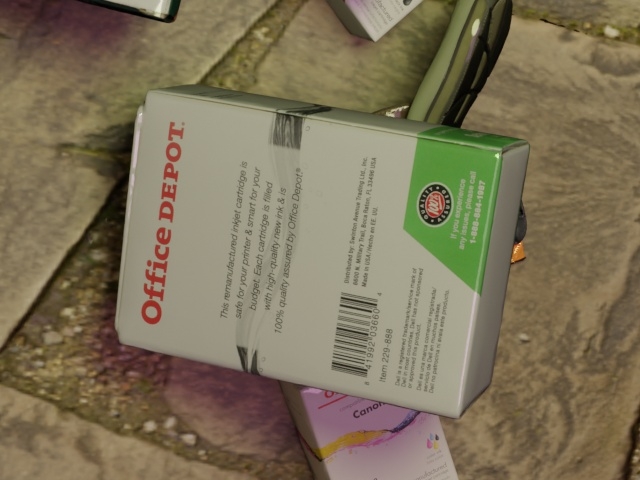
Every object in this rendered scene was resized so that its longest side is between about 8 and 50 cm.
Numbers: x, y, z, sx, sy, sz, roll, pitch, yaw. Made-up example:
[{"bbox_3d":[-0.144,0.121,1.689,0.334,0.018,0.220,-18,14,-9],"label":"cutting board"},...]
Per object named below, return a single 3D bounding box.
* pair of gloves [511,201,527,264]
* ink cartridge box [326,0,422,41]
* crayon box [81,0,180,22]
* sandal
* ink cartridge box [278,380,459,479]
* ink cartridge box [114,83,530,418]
[{"bbox_3d":[0.152,-0.006,1.510,0.083,0.010,0.074,-19,110,-18],"label":"pair of gloves"},{"bbox_3d":[0.058,-0.247,1.378,0.135,0.056,0.099,-42,115,-7],"label":"ink cartridge box"},{"bbox_3d":[-0.168,-0.336,1.198,0.202,0.081,0.318,14,94,-1],"label":"crayon box"},{"bbox_3d":[0.066,-0.090,1.409,0.086,0.120,0.303,28,100,12],"label":"sandal"},{"bbox_3d":[0.037,0.149,1.472,0.115,0.067,0.198,-25,112,-14],"label":"ink cartridge box"},{"bbox_3d":[0.000,0.000,1.305,0.289,0.121,0.211,12,102,16],"label":"ink cartridge box"}]
